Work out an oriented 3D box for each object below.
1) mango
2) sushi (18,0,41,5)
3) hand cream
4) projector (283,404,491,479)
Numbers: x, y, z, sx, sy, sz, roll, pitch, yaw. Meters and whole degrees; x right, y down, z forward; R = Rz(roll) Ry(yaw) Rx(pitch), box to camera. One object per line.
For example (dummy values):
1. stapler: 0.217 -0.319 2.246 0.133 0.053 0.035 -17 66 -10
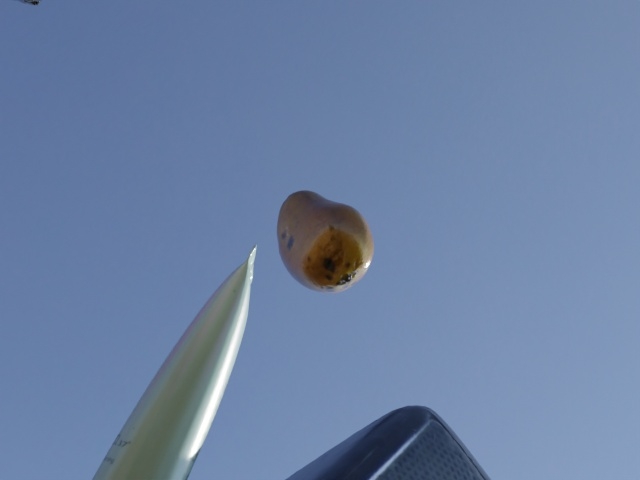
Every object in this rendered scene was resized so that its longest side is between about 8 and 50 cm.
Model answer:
1. mango: 0.000 0.003 1.523 0.090 0.178 0.115 13 -83 -36
2. sushi: -0.265 -0.275 1.110 0.078 0.090 0.150 13 -25 -29
3. hand cream: -0.084 0.099 0.713 0.050 0.204 0.078 25 -19 5
4. projector: -0.058 0.349 0.882 0.395 0.405 0.242 -40 -95 29
